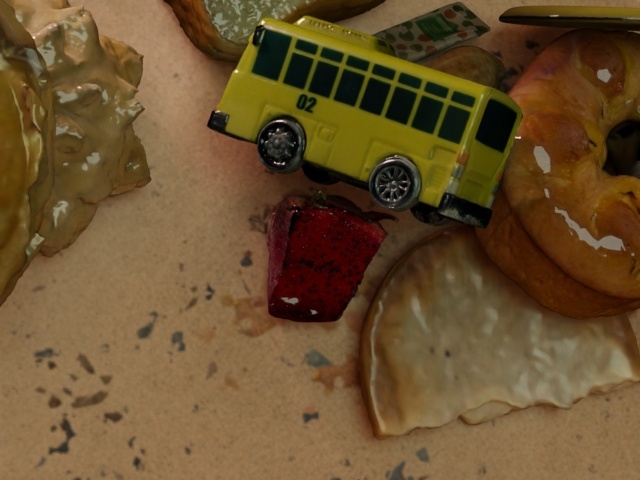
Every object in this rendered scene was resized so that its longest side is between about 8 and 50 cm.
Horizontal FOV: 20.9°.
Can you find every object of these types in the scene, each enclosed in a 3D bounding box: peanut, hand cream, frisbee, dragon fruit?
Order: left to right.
[{"bbox_3d":[0.000,0.000,1.672,0.102,0.147,0.096,18,31,-14],"label":"dragon fruit"},{"bbox_3d":[0.096,-0.207,1.791,0.165,0.037,0.057,-25,53,-24],"label":"hand cream"},{"bbox_3d":[0.109,-0.145,1.756,0.193,0.089,0.089,-21,85,-28],"label":"peanut"},{"bbox_3d":[0.299,-0.225,1.767,0.236,0.236,0.017,0,96,-20],"label":"frisbee"}]

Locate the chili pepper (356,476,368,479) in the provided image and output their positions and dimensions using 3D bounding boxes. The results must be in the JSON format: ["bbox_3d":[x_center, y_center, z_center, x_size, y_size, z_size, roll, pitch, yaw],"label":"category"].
[{"bbox_3d":[0.134,0.327,1.621,0.338,0.131,0.134,29,94,-15],"label":"chili pepper"}]

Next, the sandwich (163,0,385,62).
[{"bbox_3d":[-0.054,-0.307,1.734,0.251,0.087,0.226,-28,89,-24],"label":"sandwich"}]

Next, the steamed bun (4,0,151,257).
[{"bbox_3d":[-0.281,-0.123,1.579,0.295,0.137,0.292,26,68,-11],"label":"steamed bun"}]

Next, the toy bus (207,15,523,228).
[{"bbox_3d":[0.042,-0.113,1.620,0.262,0.128,0.150,21,93,24],"label":"toy bus"}]

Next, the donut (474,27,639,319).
[{"bbox_3d":[0.294,-0.069,1.742,0.317,0.150,0.299,-6,69,-29],"label":"donut"}]

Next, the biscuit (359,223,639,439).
[{"bbox_3d":[0.168,0.083,1.744,0.309,0.040,0.204,-9,80,-23],"label":"biscuit"}]

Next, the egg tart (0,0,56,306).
[{"bbox_3d":[-0.401,-0.071,1.426,0.388,0.169,0.388,2,96,15],"label":"egg tart"}]
